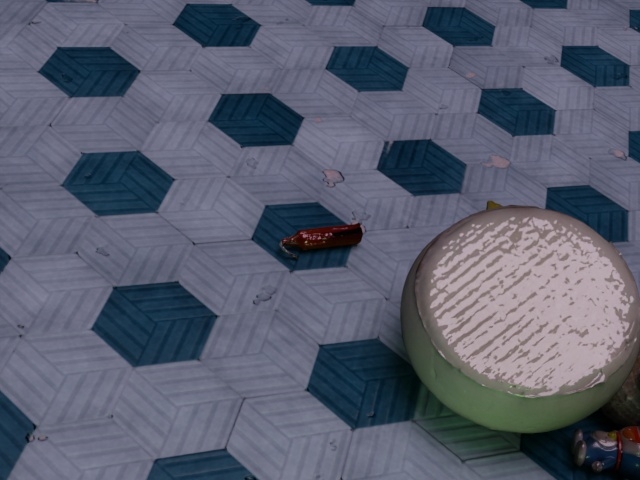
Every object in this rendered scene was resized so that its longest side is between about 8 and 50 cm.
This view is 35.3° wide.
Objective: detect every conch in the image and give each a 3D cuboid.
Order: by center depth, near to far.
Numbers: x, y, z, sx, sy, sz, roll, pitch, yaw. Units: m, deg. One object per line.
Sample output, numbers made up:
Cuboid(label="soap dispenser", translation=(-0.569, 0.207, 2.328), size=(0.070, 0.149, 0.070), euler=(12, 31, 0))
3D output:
Cuboid(label="conch", translation=(0.516, 0.244, 1.634), size=(0.155, 0.207, 0.130), euler=(36, 81, -10))

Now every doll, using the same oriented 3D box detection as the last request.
Cuboid(label="doll", translation=(0.473, 0.331, 1.575), size=(0.152, 0.085, 0.114), euler=(6, 24, 4))

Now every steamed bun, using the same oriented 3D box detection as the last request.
Cuboid(label="steamed bun", translation=(0.308, 0.136, 1.599), size=(0.374, 0.241, 0.374), euler=(2, 58, -3))

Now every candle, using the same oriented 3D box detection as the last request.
Cuboid(label="candle", translation=(0.000, 0.000, 1.803), size=(0.162, 0.048, 0.053), euler=(-7, 14, -23))

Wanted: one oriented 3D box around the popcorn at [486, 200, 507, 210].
Cuboid(label="popcorn", translation=(0.339, 0.033, 1.797), size=(0.195, 0.173, 0.168), euler=(29, 78, -24))
